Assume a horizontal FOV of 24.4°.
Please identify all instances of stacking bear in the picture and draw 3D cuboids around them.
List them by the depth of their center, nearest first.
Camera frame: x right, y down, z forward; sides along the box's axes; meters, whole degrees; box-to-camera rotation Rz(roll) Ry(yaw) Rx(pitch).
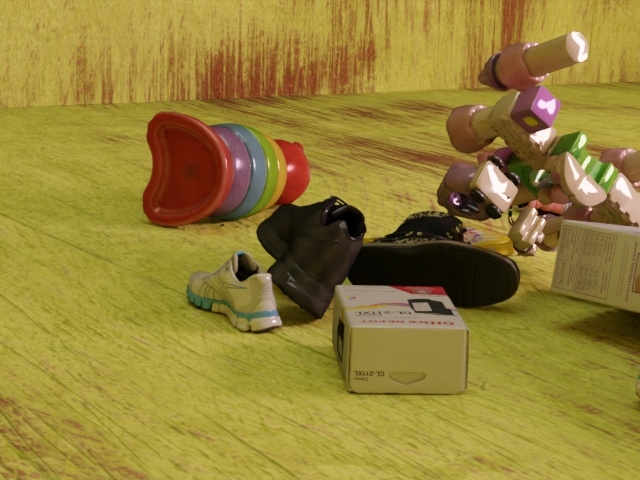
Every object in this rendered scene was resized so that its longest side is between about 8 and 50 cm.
[{"bbox_3d":[-0.126,-0.110,2.354,0.164,0.175,0.289,8,6,34],"label":"stacking bear"}]

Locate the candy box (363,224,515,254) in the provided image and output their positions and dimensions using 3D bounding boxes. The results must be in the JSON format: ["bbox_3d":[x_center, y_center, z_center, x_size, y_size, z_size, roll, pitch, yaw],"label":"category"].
[{"bbox_3d":[0.172,0.008,2.136,0.206,0.027,0.105,-8,19,-36],"label":"candy box"}]

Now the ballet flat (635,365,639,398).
[{"bbox_3d":[0.435,0.132,1.507,0.241,0.077,0.091,-2,12,-18],"label":"ballet flat"}]

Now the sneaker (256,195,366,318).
[{"bbox_3d":[0.000,0.000,1.864,0.109,0.130,0.286,38,8,-18],"label":"sneaker"}]

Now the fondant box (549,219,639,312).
[{"bbox_3d":[0.474,0.053,1.739,0.330,0.096,0.238,12,5,43],"label":"fondant box"}]

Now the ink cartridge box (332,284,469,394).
[{"bbox_3d":[0.084,0.103,1.590,0.127,0.072,0.175,1,12,-5],"label":"ink cartridge box"}]

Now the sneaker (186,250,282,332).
[{"bbox_3d":[-0.103,0.049,1.789,0.071,0.083,0.191,-8,15,-32],"label":"sneaker"}]

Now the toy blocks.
[{"bbox_3d":[0.272,-0.074,1.993,0.260,0.288,0.309,-13,39,54],"label":"toy blocks"}]

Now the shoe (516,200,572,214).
[{"bbox_3d":[0.367,-0.088,2.507,0.081,0.063,0.178,5,16,-10],"label":"shoe"}]

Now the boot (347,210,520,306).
[{"bbox_3d":[0.171,0.015,1.935,0.236,0.085,0.178,4,20,28],"label":"boot"}]
